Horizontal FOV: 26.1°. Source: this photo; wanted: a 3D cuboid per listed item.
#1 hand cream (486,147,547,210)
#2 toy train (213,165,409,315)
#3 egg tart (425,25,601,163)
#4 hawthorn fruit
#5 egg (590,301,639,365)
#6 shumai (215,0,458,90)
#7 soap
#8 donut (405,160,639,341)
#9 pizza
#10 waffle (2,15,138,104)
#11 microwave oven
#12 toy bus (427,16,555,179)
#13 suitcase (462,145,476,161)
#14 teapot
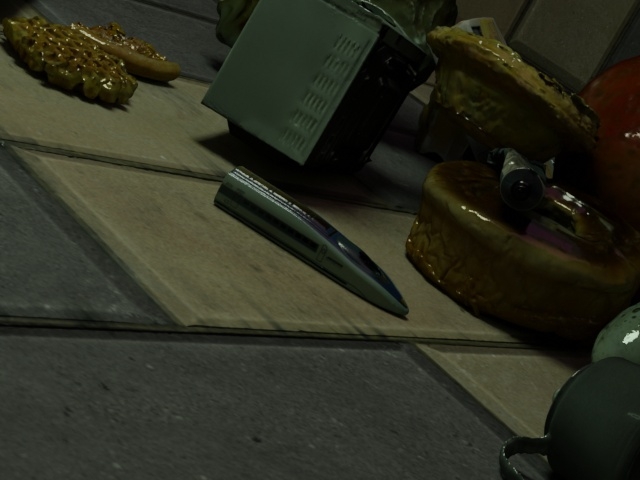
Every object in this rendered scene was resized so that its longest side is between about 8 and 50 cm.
[{"bbox_3d":[0.245,-0.078,1.714,0.075,0.052,0.248,36,11,-2],"label":"hand cream"},{"bbox_3d":[0.000,0.001,1.542,0.252,0.048,0.055,32,20,11],"label":"toy train"},{"bbox_3d":[0.247,-0.190,1.902,0.288,0.118,0.288,36,4,-3],"label":"egg tart"},{"bbox_3d":[0.560,-0.090,2.029,0.402,0.403,0.403,26,17,-9],"label":"hawthorn fruit"},{"bbox_3d":[0.383,0.133,1.620,0.164,0.131,0.131,2,31,-45],"label":"egg"},{"bbox_3d":[-0.004,-0.361,2.173,0.395,0.395,0.348,36,42,23],"label":"shumai"},{"bbox_3d":[0.239,-0.240,2.396,0.089,0.173,0.274,30,17,-3],"label":"soap"},{"bbox_3d":[0.266,0.016,1.766,0.330,0.160,0.330,15,18,-5],"label":"donut"},{"bbox_3d":[-0.274,-0.265,1.890,0.178,0.041,0.131,22,16,-20],"label":"pizza"},{"bbox_3d":[-0.311,-0.226,1.723,0.191,0.038,0.191,26,18,-9],"label":"waffle"},{"bbox_3d":[0.008,-0.212,1.826,0.181,0.237,0.295,31,8,11],"label":"microwave oven"},{"bbox_3d":[0.282,-0.175,2.121,0.138,0.097,0.343,-15,82,-60],"label":"toy bus"},{"bbox_3d":[0.297,-0.172,2.367,0.059,0.126,0.086,32,17,14],"label":"suitcase"},{"bbox_3d":[0.270,0.181,1.302,0.239,0.162,0.149,-24,39,-32],"label":"teapot"}]
